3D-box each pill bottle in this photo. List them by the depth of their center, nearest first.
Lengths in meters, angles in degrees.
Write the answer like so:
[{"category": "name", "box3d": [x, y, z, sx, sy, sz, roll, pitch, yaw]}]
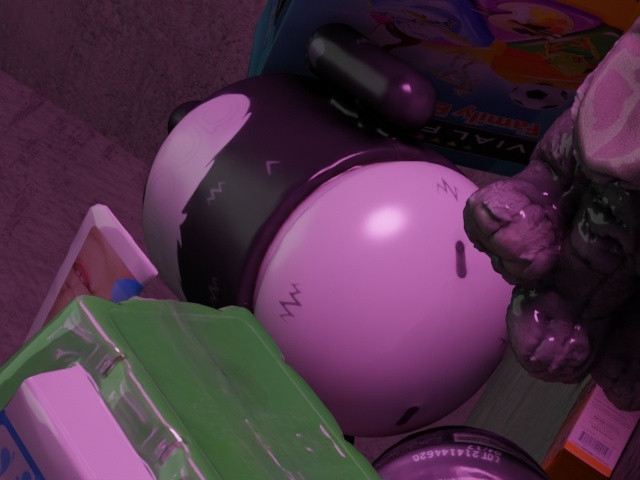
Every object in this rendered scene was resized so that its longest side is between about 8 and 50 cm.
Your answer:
[{"category": "pill bottle", "box3d": [0.070, 0.166, 0.825, 0.130, 0.130, 0.246, -57, -7, 0]}]

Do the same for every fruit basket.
[{"category": "fruit basket", "box3d": [-0.112, 0.213, 0.713, 0.165, 0.327, 0.353, 15, -61, -50]}]

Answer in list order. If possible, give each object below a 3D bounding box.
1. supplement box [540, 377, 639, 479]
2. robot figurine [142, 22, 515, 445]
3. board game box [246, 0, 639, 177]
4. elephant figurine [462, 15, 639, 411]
[{"category": "supplement box", "box3d": [0.179, 0.124, 1.034, 0.098, 0.036, 0.062, -52, -7, -40]}, {"category": "robot figurine", "box3d": [0.002, 0.002, 0.956, 0.173, 0.278, 0.209, -36, -53, -11]}, {"category": "board game box", "box3d": [0.107, -0.145, 0.975, 0.336, 0.254, 0.079, 124, 157, -67]}, {"category": "elephant figurine", "box3d": [0.179, -0.023, 0.656, 0.169, 0.186, 0.239, -14, -13, -22]}]
